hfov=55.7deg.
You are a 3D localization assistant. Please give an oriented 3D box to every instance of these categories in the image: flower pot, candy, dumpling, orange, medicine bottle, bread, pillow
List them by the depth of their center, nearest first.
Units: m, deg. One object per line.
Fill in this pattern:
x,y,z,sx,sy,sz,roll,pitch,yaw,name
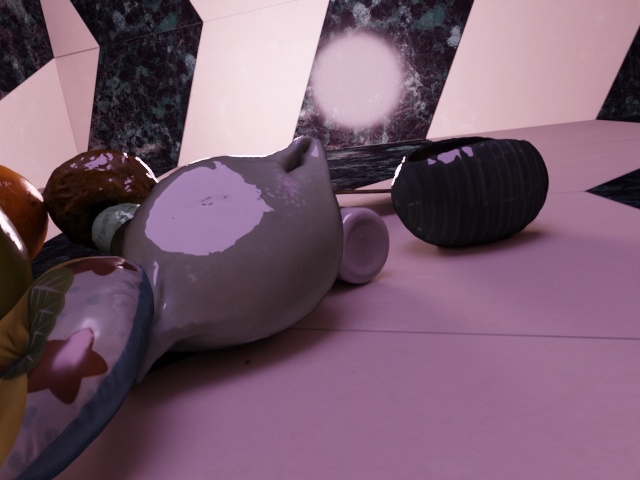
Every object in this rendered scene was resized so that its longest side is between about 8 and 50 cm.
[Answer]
-0.227,0.106,0.491,0.214,0.086,0.233,-31,33,17,pillow
-0.106,0.002,0.700,0.321,0.211,0.270,-15,16,-28,dumpling
0.000,0.000,0.864,0.103,0.102,0.187,-19,17,-37,medicine bottle
0.228,-0.078,0.925,0.243,0.157,0.189,-13,13,-13,flower pot
-0.213,0.006,1.051,0.440,0.119,0.119,7,19,24,candy
-0.661,-0.040,1.174,0.246,0.246,0.246,-9,13,2,orange
-0.427,-0.070,1.207,0.230,0.229,0.123,-10,41,-4,bread

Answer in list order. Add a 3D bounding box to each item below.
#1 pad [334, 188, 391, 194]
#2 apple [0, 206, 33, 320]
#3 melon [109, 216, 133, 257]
0.092,-0.129,1.271,0.376,0.063,0.315,-2,8,-4,pad
-0.446,0.054,0.615,0.254,0.291,0.292,-11,10,34,apple
-0.264,0.013,0.960,0.168,0.114,0.114,1,17,28,melon
